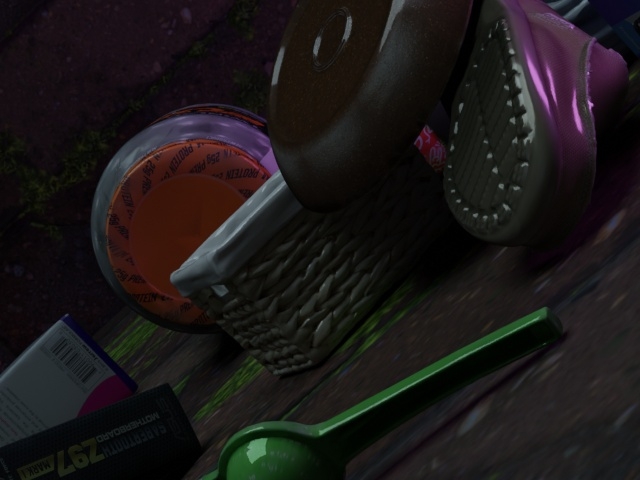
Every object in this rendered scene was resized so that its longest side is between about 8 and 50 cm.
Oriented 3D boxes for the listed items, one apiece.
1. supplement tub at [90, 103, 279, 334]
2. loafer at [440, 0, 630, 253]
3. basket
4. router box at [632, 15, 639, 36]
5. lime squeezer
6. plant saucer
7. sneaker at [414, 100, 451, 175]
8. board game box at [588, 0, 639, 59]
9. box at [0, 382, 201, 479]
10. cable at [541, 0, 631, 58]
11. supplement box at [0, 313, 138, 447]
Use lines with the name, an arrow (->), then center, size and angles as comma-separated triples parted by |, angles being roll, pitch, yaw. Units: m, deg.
supplement tub -> -0.104, -0.023, 1.549 | 0.193, 0.193, 0.316 | -43, 7, 3
loafer -> 0.121, -0.074, 0.923 | 0.268, 0.092, 0.102 | -89, 18, -61
basket -> 0.000, 0.000, 1.138 | 0.167, 0.103, 0.113 | -46, 7, -19
router box -> 0.241, -0.156, 0.951 | 0.122, 0.038, 0.092 | -45, 5, -14
lime squeezer -> -0.034, 0.124, 0.728 | 0.310, 0.059, 0.110 | -43, 6, -7
plant saucer -> 0.019, -0.114, 1.023 | 0.198, 0.036, 0.199 | -43, 35, 42
sneaker -> 0.044, -0.076, 1.440 | 0.145, 0.090, 0.270 | -41, 9, 2
board game box -> 0.173, -0.320, 1.070 | 0.233, 0.347, 0.078 | -46, 7, -23
box -> -0.216, 0.189, 1.177 | 0.183, 0.059, 0.232 | -18, -15, -44
cable -> 0.126, -0.218, 1.160 | 0.257, 0.257, 0.089 | -7, -14, 1
supplement box -> -0.307, 0.197, 1.739 | 0.114, 0.111, 0.220 | -37, 9, 49
